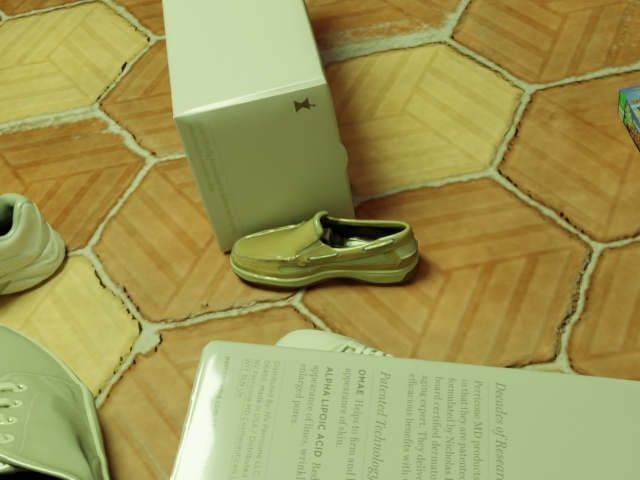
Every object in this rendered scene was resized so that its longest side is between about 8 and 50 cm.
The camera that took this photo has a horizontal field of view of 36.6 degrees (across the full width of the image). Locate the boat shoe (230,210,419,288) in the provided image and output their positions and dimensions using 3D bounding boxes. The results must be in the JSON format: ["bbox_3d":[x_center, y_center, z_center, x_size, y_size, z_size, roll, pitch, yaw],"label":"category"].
[{"bbox_3d":[0.000,0.000,0.945,0.190,0.072,0.068,-4,47,9],"label":"boat shoe"}]

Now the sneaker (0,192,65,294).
[{"bbox_3d":[-0.378,0.026,0.971,0.232,0.115,0.090,-39,51,-23],"label":"sneaker"}]

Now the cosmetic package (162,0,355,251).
[{"bbox_3d":[-0.076,-0.191,1.057,0.155,0.197,0.365,-12,45,1],"label":"cosmetic package"}]

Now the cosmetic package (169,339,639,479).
[{"bbox_3d":[0.107,0.198,0.608,0.385,0.217,0.156,5,47,3],"label":"cosmetic package"}]

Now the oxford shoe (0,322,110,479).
[{"bbox_3d":[-0.260,0.179,0.777,0.169,0.130,0.449,-34,39,-10],"label":"oxford shoe"}]

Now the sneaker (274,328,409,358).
[{"bbox_3d":[0.050,0.125,0.804,0.235,0.095,0.090,26,59,33],"label":"sneaker"}]

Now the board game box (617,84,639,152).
[{"bbox_3d":[0.427,-0.123,0.994,0.201,0.035,0.136,-11,46,2],"label":"board game box"}]
